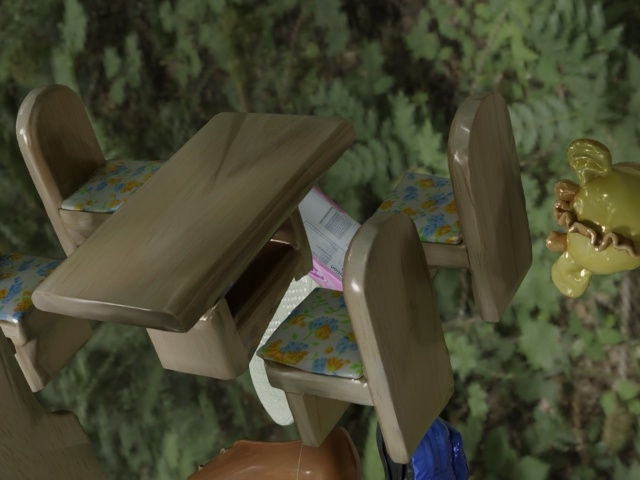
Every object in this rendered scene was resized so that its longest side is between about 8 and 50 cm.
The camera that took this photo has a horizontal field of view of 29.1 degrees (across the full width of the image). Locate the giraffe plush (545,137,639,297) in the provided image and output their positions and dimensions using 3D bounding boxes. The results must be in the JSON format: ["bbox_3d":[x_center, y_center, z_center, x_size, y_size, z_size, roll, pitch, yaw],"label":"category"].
[{"bbox_3d":[0.270,-0.005,0.965,0.210,0.170,0.181,10,-87,-67],"label":"giraffe plush"}]

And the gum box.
[{"bbox_3d":[0.000,0.000,1.292,0.188,0.062,0.107,40,170,-7],"label":"gum box"}]

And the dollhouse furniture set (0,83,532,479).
[{"bbox_3d":[-0.125,0.002,0.725,0.362,0.394,0.256,6,128,31],"label":"dollhouse furniture set"}]

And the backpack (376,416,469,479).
[{"bbox_3d":[0.123,0.257,1.510,0.098,0.101,0.120,25,137,56],"label":"backpack"}]

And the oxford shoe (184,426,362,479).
[{"bbox_3d":[-0.069,0.184,0.886,0.076,0.212,0.076,55,-158,-61],"label":"oxford shoe"}]

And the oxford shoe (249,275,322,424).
[{"bbox_3d":[-0.022,0.140,1.999,0.169,0.130,0.449,47,142,31],"label":"oxford shoe"}]

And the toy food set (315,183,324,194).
[{"bbox_3d":[-0.062,-0.027,1.465,0.038,0.192,0.132,-40,75,37],"label":"toy food set"}]
